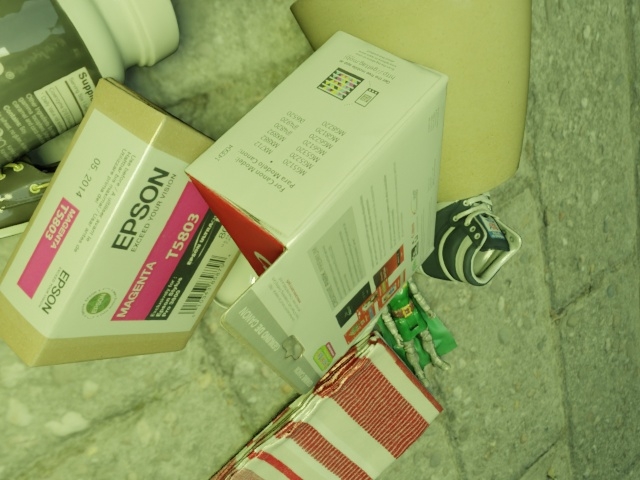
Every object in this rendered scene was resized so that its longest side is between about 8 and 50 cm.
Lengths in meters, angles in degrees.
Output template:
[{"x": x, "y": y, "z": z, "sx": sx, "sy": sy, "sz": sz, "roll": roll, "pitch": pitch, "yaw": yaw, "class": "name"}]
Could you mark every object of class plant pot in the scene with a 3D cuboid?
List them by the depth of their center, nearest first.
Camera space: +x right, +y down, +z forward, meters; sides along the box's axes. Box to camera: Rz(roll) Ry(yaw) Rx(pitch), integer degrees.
[{"x": 0.135, "y": -0.193, "z": 0.537, "sx": 0.256, "sy": 0.256, "sz": 0.274, "roll": -33, "pitch": 114, "yaw": -19, "class": "plant pot"}]

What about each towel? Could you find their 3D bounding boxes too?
[{"x": 0.026, "y": 0.318, "z": 0.693, "sx": 0.329, "sy": 0.037, "sz": 0.237, "roll": -42, "pitch": 120, "yaw": -5, "class": "towel"}]

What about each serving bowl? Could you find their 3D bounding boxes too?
[{"x": -0.111, "y": 0.047, "z": 0.590, "sx": 0.083, "sy": 0.027, "sz": 0.083, "roll": -7, "pitch": 104, "yaw": -29, "class": "serving bowl"}]

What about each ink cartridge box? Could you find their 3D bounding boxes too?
[{"x": -0.167, "y": -0.002, "z": 0.446, "sx": 0.234, "sy": 0.088, "sz": 0.193, "roll": -59, "pitch": 157, "yaw": 5, "class": "ink cartridge box"}, {"x": 0.000, "y": 0.000, "z": 0.492, "sx": 0.272, "sy": 0.130, "sz": 0.309, "roll": -47, "pitch": 153, "yaw": -16, "class": "ink cartridge box"}]

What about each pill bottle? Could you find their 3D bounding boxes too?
[{"x": -0.271, "y": -0.156, "z": 0.373, "sx": 0.278, "sy": 0.162, "sz": 0.162, "roll": -40, "pitch": 117, "yaw": -20, "class": "pill bottle"}]

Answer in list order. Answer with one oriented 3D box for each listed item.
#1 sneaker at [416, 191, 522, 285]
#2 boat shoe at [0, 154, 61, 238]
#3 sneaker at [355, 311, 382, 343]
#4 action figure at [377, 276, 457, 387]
[{"x": 0.222, "y": -0.069, "z": 0.677, "sx": 0.099, "sy": 0.153, "sz": 0.282, "roll": 1, "pitch": 101, "yaw": -30, "class": "sneaker"}, {"x": -0.274, "y": -0.052, "z": 0.448, "sx": 0.228, "sy": 0.081, "sz": 0.068, "roll": -22, "pitch": 114, "yaw": -32, "class": "boat shoe"}, {"x": 0.064, "y": 0.099, "z": 0.677, "sx": 0.190, "sy": 0.071, "sz": 0.083, "roll": -46, "pitch": 133, "yaw": 8, "class": "sneaker"}, {"x": 0.141, "y": 0.130, "z": 0.735, "sx": 0.137, "sy": 0.063, "sz": 0.232, "roll": -34, "pitch": 112, "yaw": -15, "class": "action figure"}]
